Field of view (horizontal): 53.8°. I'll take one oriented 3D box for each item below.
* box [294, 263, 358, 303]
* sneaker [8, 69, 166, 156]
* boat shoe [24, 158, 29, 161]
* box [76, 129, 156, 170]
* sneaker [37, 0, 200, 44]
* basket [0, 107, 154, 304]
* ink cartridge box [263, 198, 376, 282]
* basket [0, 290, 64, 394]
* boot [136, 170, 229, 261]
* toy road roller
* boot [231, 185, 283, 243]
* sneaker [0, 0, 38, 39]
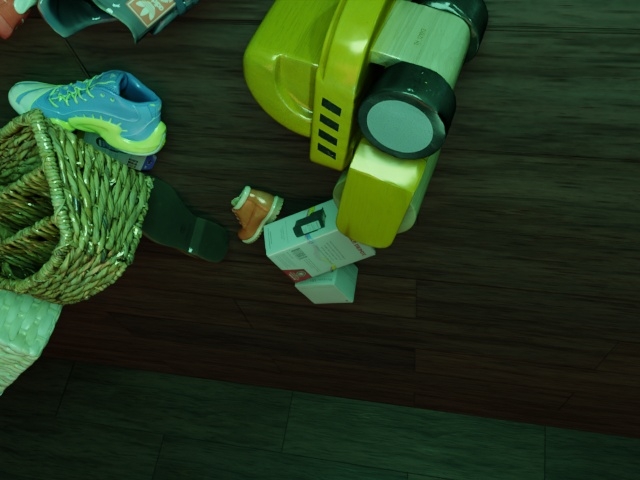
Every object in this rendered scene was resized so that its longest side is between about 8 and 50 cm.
[{"bbox_3d":[0.014,0.081,1.386,0.101,0.087,0.102,-5,150,28],"label":"box"},{"bbox_3d":[-0.345,-0.219,0.954,0.240,0.091,0.126,16,135,-10],"label":"sneaker"},{"bbox_3d":[-0.520,-0.089,1.227,0.306,0.105,0.113,22,152,-22],"label":"boat shoe"},{"bbox_3d":[-0.354,-0.167,1.101,0.136,0.028,0.081,18,153,-20],"label":"box"},{"bbox_3d":[-0.147,-0.284,0.652,0.350,0.148,0.131,-4,150,27],"label":"sneaker"},{"bbox_3d":[-0.452,-0.029,0.994,0.299,0.213,0.223,-14,147,37],"label":"basket"},{"bbox_3d":[0.000,0.000,1.194,0.175,0.072,0.127,-20,144,15],"label":"ink cartridge box"},{"bbox_3d":[-0.687,0.087,1.233,0.328,0.331,0.266,33,134,-27],"label":"basket"},{"bbox_3d":[-0.322,-0.038,1.269,0.115,0.112,0.305,5,157,35],"label":"boot"},{"bbox_3d":[0.041,-0.169,0.771,0.241,0.202,0.329,20,150,8],"label":"toy road roller"},{"bbox_3d":[-0.140,-0.052,1.223,0.085,0.059,0.158,23,143,-17],"label":"boot"},{"bbox_3d":[-0.476,-0.287,0.747,0.279,0.118,0.107,4,152,13],"label":"sneaker"}]
